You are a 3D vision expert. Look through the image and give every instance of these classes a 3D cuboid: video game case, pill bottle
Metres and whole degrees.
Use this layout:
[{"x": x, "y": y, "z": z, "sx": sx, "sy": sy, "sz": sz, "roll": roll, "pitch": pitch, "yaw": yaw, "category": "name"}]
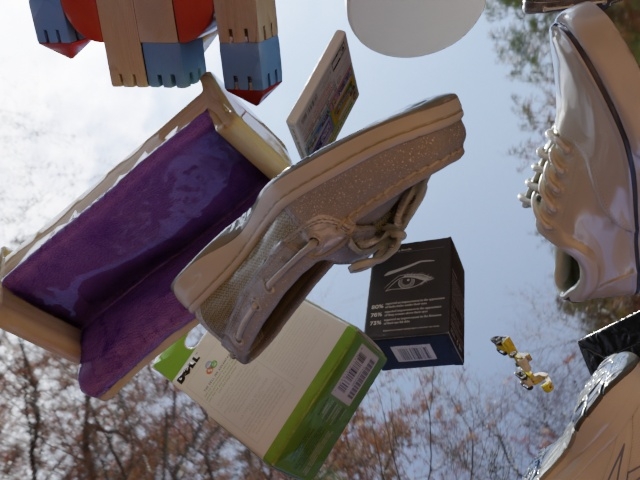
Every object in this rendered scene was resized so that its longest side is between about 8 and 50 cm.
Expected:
[{"x": 0.009, "y": -0.252, "z": 1.317, "sx": 0.023, "sy": 0.193, "sz": 0.213, "roll": 20, "pitch": -109, "yaw": 19, "category": "video game case"}, {"x": 0.075, "y": -0.332, "z": 0.688, "sx": 0.169, "sy": 0.169, "sz": 0.302, "roll": -8, "pitch": -122, "yaw": 6, "category": "pill bottle"}]

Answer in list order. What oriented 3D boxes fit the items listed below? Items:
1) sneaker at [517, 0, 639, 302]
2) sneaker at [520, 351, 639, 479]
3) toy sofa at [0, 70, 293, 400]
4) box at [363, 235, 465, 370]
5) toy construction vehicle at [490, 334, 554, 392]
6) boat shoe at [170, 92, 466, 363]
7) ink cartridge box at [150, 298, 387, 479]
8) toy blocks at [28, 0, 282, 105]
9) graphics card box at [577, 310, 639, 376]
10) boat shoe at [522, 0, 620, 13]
[{"x": 0.194, "y": -0.042, "z": 0.514, "sx": 0.091, "sy": 0.258, "sz": 0.094, "roll": -23, "pitch": -145, "yaw": 8, "category": "sneaker"}, {"x": 0.299, "y": 0.267, "z": 0.763, "sx": 0.129, "sy": 0.297, "sz": 0.111, "roll": 32, "pitch": -150, "yaw": 14, "category": "sneaker"}, {"x": -0.190, "y": 0.004, "z": 0.779, "sx": 0.362, "sy": 0.150, "sz": 0.177, "roll": -36, "pitch": -136, "yaw": 13, "category": "toy sofa"}, {"x": 0.169, "y": 0.110, "z": 1.230, "sx": 0.153, "sy": 0.108, "sz": 0.207, "roll": -8, "pitch": -132, "yaw": 23, "category": "box"}, {"x": 0.310, "y": 0.185, "z": 1.065, "sx": 0.035, "sy": 0.098, "sz": 0.086, "roll": -33, "pitch": -81, "yaw": -4, "category": "toy construction vehicle"}, {"x": -0.002, "y": 0.002, "z": 0.534, "sx": 0.103, "sy": 0.320, "sz": 0.118, "roll": 55, "pitch": -140, "yaw": 1, "category": "boat shoe"}, {"x": -0.072, "y": 0.159, "z": 0.915, "sx": 0.255, "sy": 0.097, "sz": 0.189, "roll": 25, "pitch": -104, "yaw": 40, "category": "ink cartridge box"}, {"x": -0.180, "y": -0.285, "z": 0.760, "sx": 0.381, "sy": 0.261, "sz": 0.191, "roll": 7, "pitch": -152, "yaw": 21, "category": "toy blocks"}, {"x": 0.631, "y": 0.141, "z": 1.121, "sx": 0.370, "sy": 0.233, "sz": 0.094, "roll": -5, "pitch": -113, "yaw": -27, "category": "graphics card box"}, {"x": 0.538, "y": -0.497, "z": 1.429, "sx": 0.301, "sy": 0.102, "sz": 0.108, "roll": -9, "pitch": -157, "yaw": -27, "category": "boat shoe"}]
